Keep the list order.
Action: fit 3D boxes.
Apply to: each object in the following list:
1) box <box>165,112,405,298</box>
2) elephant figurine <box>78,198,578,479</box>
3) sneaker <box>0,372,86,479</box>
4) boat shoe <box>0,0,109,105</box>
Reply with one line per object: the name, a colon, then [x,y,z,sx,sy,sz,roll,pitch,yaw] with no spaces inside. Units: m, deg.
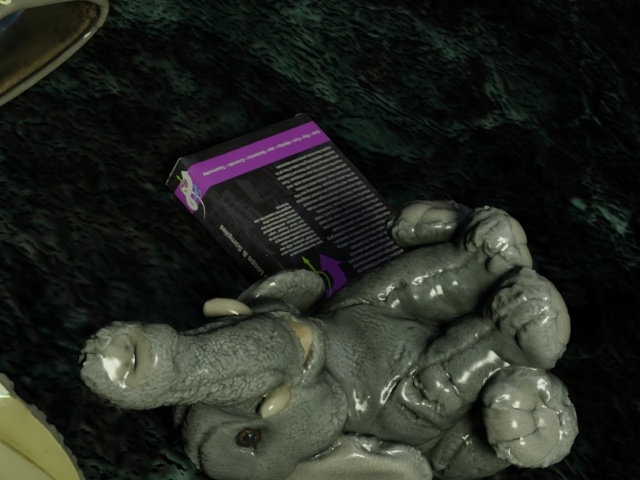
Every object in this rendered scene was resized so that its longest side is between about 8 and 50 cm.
box: [0.000,0.000,1.060,0.162,0.029,0.116,47,41,17]
elephant figurine: [-0.006,0.074,0.891,0.239,0.186,0.169,-18,21,-16]
sneaker: [-0.296,0.096,0.703,0.410,0.158,0.182,17,73,-23]
boat shoe: [-0.212,-0.093,0.941,0.091,0.109,0.305,31,35,3]
